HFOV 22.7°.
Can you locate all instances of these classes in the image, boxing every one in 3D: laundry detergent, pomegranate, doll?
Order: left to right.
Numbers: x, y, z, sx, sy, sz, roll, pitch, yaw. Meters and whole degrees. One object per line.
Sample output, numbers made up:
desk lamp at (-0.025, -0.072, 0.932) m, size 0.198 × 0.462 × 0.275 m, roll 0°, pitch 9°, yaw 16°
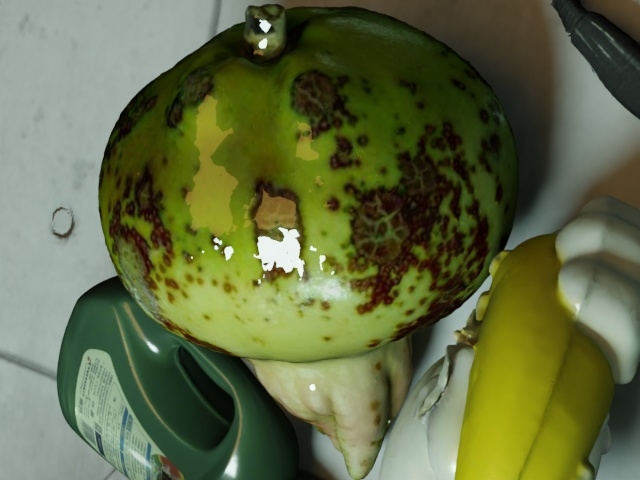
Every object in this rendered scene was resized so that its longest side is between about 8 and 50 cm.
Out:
laundry detergent at (-0.073, 0.123, 1.007) m, size 0.221 × 0.078 × 0.144 m, roll 35°, pitch 130°, yaw 32°
pomegranate at (-0.008, 0.008, 0.887) m, size 0.222 × 0.204 × 0.277 m, roll 9°, pitch 98°, yaw 28°
doll at (0.096, 0.101, 0.812) m, size 0.111 × 0.237 × 0.252 m, roll 24°, pitch 69°, yaw -2°

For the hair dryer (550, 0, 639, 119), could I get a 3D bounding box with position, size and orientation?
hair dryer at (0.196, -0.100, 0.831) m, size 0.219 × 0.075 × 0.195 m, roll 45°, pitch 106°, yaw 35°
